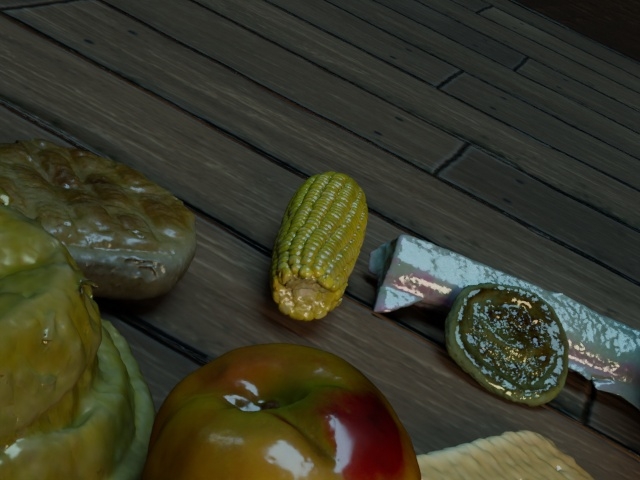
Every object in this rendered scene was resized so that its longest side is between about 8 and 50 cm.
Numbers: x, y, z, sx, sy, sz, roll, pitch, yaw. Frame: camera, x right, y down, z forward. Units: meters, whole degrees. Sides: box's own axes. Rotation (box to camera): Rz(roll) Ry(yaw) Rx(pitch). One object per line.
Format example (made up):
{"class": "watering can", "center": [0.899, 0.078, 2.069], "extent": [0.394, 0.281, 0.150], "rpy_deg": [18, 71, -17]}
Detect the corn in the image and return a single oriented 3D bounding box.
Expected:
{"class": "corn", "center": [0.000, 0.000, 0.843], "extent": [0.067, 0.067, 0.206], "rpy_deg": [23, 24, -3]}

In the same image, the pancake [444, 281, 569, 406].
{"class": "pancake", "center": [0.143, 0.077, 0.833], "extent": [0.108, 0.017, 0.108], "rpy_deg": [10, 54, -15]}

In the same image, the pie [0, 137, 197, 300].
{"class": "pie", "center": [-0.178, -0.021, 0.732], "extent": [0.195, 0.046, 0.195], "rpy_deg": [20, 21, -8]}

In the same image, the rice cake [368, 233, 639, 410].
{"class": "rice cake", "center": [0.172, 0.076, 0.885], "extent": [0.290, 0.051, 0.081], "rpy_deg": [22, 56, -5]}

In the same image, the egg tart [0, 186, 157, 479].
{"class": "egg tart", "center": [-0.207, 0.039, 0.499], "extent": [0.290, 0.115, 0.290], "rpy_deg": [21, 21, -9]}

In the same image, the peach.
{"class": "peach", "center": [-0.015, 0.120, 0.496], "extent": [0.138, 0.138, 0.138], "rpy_deg": [21, 23, -9]}

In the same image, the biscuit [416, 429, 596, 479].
{"class": "biscuit", "center": [0.163, 0.201, 0.616], "extent": [0.160, 0.030, 0.250], "rpy_deg": [-1, 34, -47]}
